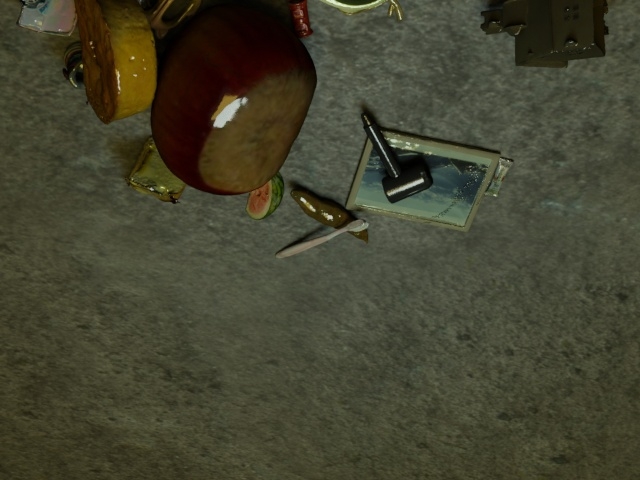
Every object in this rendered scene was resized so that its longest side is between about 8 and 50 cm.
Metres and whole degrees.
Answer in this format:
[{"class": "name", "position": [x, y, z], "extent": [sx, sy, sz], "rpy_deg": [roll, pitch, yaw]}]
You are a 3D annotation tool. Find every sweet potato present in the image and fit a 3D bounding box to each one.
[{"class": "sweet potato", "position": [0.031, -0.063, 2.043], "extent": [0.274, 0.067, 0.067], "rpy_deg": [30, 122, -26]}]

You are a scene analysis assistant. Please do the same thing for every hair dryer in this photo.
[{"class": "hair dryer", "position": [0.173, -0.212, 1.910], "extent": [0.114, 0.070, 0.248], "rpy_deg": [-22, 116, 18]}]

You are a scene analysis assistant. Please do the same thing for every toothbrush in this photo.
[{"class": "toothbrush", "position": [0.000, 0.000, 2.071], "extent": [0.307, 0.025, 0.029], "rpy_deg": [-21, 151, 35]}]

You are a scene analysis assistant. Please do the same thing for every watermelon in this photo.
[{"class": "watermelon", "position": [-0.126, -0.115, 2.018], "extent": [0.069, 0.087, 0.163], "rpy_deg": [-12, 141, -39]}]

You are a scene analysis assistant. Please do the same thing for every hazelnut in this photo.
[{"class": "hazelnut", "position": [-0.192, -0.303, 1.709], "extent": [0.359, 0.359, 0.409], "rpy_deg": [23, 128, -16]}]

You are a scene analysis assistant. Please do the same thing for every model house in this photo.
[{"class": "model house", "position": [0.467, -0.468, 1.669], "extent": [0.243, 0.204, 0.211], "rpy_deg": [-2, 86, 28]}]

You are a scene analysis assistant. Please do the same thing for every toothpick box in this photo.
[{"class": "toothpick box", "position": [-0.044, -0.485, 1.731], "extent": [0.047, 0.047, 0.083], "rpy_deg": [-8, 127, 7]}]

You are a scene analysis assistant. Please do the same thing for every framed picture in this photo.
[{"class": "framed picture", "position": [0.255, -0.149, 2.001], "extent": [0.335, 0.022, 0.247], "rpy_deg": [11, 127, -8]}]

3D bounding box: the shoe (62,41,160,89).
[{"class": "shoe", "position": [-0.470, -0.377, 1.769], "extent": [0.228, 0.125, 0.099], "rpy_deg": [6, 124, -2]}]

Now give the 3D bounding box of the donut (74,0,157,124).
[{"class": "donut", "position": [-0.418, -0.381, 1.617], "extent": [0.108, 0.277, 0.277], "rpy_deg": [-15, 133, -29]}]

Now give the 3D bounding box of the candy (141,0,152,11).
[{"class": "candy", "position": [-0.377, -0.588, 1.647], "extent": [0.086, 0.059, 0.292], "rpy_deg": [7, 127, -6]}]

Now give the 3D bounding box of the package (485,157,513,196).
[{"class": "package", "position": [0.449, -0.158, 1.997], "extent": [0.037, 0.015, 0.110], "rpy_deg": [14, 125, -4]}]

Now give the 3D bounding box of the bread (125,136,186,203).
[{"class": "bread", "position": [-0.404, -0.136, 1.926], "extent": [0.140, 0.160, 0.169], "rpy_deg": [24, 123, -17]}]

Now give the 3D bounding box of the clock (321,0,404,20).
[{"class": "clock", "position": [0.078, -0.583, 1.627], "extent": [0.308, 0.096, 0.235], "rpy_deg": [28, 121, -20]}]

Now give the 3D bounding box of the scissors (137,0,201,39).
[{"class": "scissors", "position": [-0.278, -0.561, 1.659], "extent": [0.317, 0.024, 0.160], "rpy_deg": [-47, 145, 19]}]

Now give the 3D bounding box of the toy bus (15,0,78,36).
[{"class": "toy bus", "position": [-0.527, -0.573, 1.636], "extent": [0.138, 0.112, 0.317], "rpy_deg": [18, 127, -24]}]
